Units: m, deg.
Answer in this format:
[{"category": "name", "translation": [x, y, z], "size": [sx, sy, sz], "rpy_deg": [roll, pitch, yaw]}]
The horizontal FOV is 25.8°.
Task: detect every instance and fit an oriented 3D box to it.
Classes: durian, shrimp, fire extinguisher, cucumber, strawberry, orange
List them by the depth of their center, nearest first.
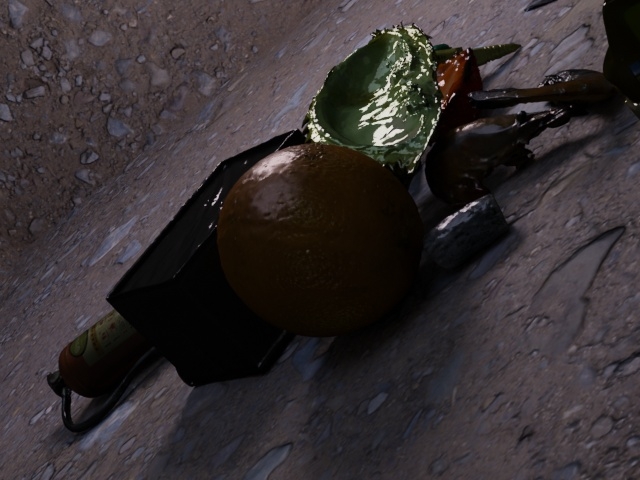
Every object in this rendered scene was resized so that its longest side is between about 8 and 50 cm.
[{"category": "cucumber", "translation": [0.190, -0.013, 1.802], "size": [0.112, 0.064, 0.064], "rpy_deg": [-38, 17, 20]}, {"category": "orange", "translation": [0.000, 0.000, 1.866], "size": [0.274, 0.274, 0.274], "rpy_deg": [-40, 17, 15]}, {"category": "shrimp", "translation": [0.262, -0.117, 1.910], "size": [0.262, 0.117, 0.066], "rpy_deg": [-12, -3, 38]}, {"category": "shrimp", "translation": [0.285, -0.206, 1.915], "size": [0.198, 0.051, 0.262], "rpy_deg": [-5, 8, -11]}, {"category": "durian", "translation": [0.081, -0.202, 2.071], "size": [0.198, 0.163, 0.394], "rpy_deg": [-54, 19, 39]}, {"category": "strawberry", "translation": [0.204, -0.217, 2.215], "size": [0.140, 0.085, 0.192], "rpy_deg": [-33, 25, 20]}, {"category": "fire extinguisher", "translation": [-0.372, 0.204, 2.500], "size": [0.376, 0.113, 0.200], "rpy_deg": [-36, 19, 23]}]

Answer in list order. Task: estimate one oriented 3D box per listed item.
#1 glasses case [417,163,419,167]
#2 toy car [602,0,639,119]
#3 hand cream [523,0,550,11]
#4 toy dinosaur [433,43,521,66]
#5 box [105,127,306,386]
[{"category": "glasses case", "translation": [0.090, -0.203, 2.361], "size": [0.076, 0.144, 0.336], "rpy_deg": [-40, 18, 16]}, {"category": "toy car", "translation": [0.426, -0.261, 1.607], "size": [0.248, 0.198, 0.204], "rpy_deg": [-26, 23, 44]}, {"category": "hand cream", "translation": [0.382, -0.418, 2.413], "size": [0.030, 0.019, 0.093], "rpy_deg": [-48, 15, -18]}, {"category": "toy dinosaur", "translation": [0.205, -0.292, 2.345], "size": [0.259, 0.094, 0.153], "rpy_deg": [-15, 5, -6]}, {"category": "box", "translation": [-0.118, 0.027, 2.176], "size": [0.345, 0.204, 0.251], "rpy_deg": [-53, 19, -27]}]
